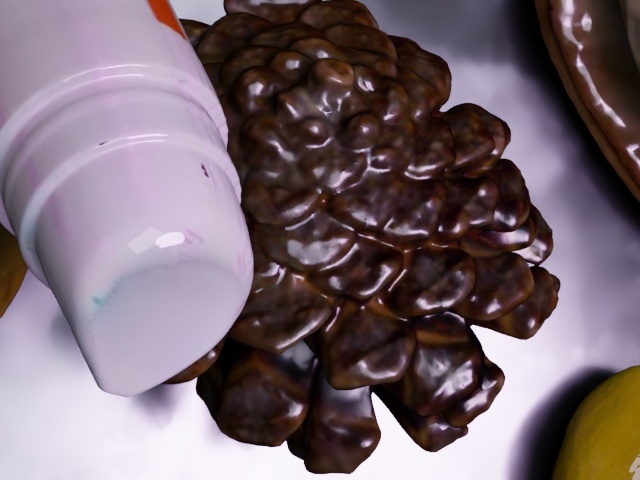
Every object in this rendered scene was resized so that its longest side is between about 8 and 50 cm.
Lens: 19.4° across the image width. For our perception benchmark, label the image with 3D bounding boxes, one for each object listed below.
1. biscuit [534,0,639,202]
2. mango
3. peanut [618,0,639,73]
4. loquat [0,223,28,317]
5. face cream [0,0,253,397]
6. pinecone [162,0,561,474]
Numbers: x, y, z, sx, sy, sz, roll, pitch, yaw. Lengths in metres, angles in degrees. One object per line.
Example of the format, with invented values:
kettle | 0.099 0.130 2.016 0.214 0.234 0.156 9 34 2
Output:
biscuit | 0.228 -0.066 1.006 0.154 0.045 0.299 -42 98 -14
mango | 0.181 0.165 0.964 0.122 0.085 0.191 -37 86 -4
peanut | 0.189 -0.159 0.922 0.101 0.117 0.263 -8 92 4
loquat | -0.199 -0.015 0.840 0.137 0.163 0.163 9 82 -53
face cream | -0.112 -0.088 0.786 0.102 0.102 0.345 -14 47 -15
pinecone | 0.001 0.001 0.867 0.202 0.201 0.229 -33 60 7
